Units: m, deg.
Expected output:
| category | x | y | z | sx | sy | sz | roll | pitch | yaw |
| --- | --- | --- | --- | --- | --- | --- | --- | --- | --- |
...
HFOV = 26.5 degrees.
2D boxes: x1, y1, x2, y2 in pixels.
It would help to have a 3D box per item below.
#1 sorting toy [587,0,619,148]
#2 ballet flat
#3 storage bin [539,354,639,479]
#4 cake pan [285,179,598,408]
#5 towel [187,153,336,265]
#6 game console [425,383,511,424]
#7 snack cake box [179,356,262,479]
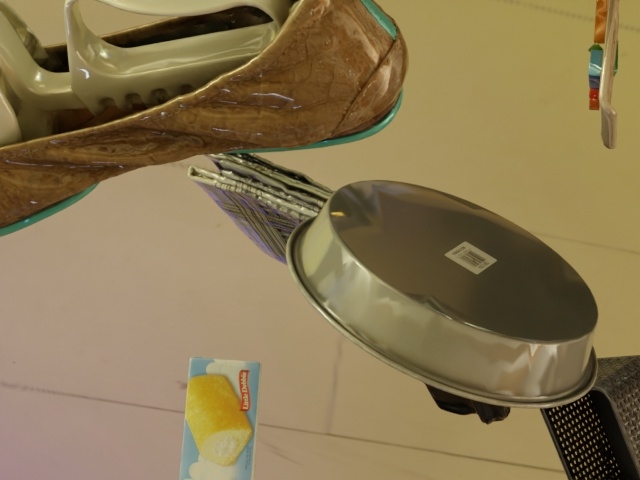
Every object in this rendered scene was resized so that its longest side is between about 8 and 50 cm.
| category | x | y | z | sx | sy | sz | roll | pitch | yaw |
| --- | --- | --- | --- | --- | --- | --- | --- | --- | --- |
| sorting toy | 0.110 | -0.068 | 0.532 | 0.012 | 0.083 | 0.062 | 1 | 80 | 12 |
| ballet flat | -0.124 | -0.087 | 0.749 | 0.342 | 0.124 | 0.116 | -11 | 46 | 19 |
| storage bin | 0.337 | 0.229 | 1.533 | 0.084 | 0.122 | 0.180 | -25 | 96 | -32 |
| cake pan | 0.115 | 0.035 | 1.181 | 0.293 | 0.293 | 0.054 | 18 | 115 | -11 |
| towel | 0.000 | 0.000 | 1.710 | 0.312 | 0.324 | 0.056 | 25 | 75 | 26 |
| game console | 0.136 | 0.127 | 1.619 | 0.213 | 0.361 | 0.044 | 17 | 67 | 27 |
| snack cake box | -0.122 | 0.281 | 1.631 | 0.089 | 0.152 | 0.264 | 4 | 77 | -3 |
